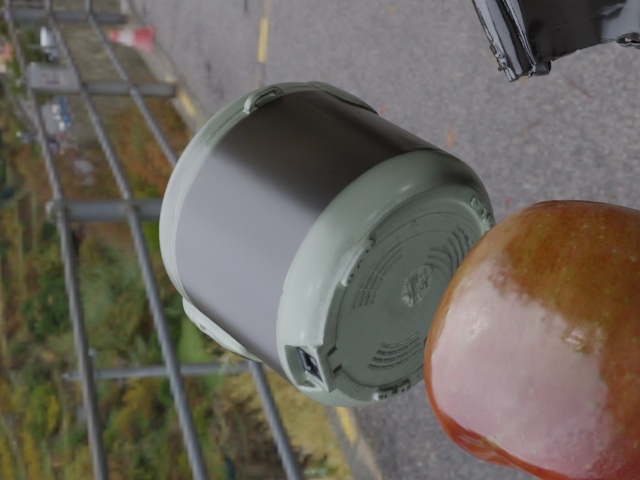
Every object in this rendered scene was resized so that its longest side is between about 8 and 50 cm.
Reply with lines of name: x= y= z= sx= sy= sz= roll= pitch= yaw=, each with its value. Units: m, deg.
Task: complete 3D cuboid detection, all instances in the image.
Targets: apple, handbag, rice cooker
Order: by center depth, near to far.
apple: x=0.155 y=0.070 z=0.682 sx=0.181 sy=0.181 sz=0.168 roll=-21 pitch=47 yaw=68
rice cooker: x=0.000 y=0.000 z=1.274 sx=0.325 sy=0.335 sz=0.335 roll=32 pitch=124 yaw=39
handbag: x=0.350 y=-0.373 z=1.558 sx=0.113 sy=0.285 sz=0.257 roll=139 pitch=112 yaw=-83
